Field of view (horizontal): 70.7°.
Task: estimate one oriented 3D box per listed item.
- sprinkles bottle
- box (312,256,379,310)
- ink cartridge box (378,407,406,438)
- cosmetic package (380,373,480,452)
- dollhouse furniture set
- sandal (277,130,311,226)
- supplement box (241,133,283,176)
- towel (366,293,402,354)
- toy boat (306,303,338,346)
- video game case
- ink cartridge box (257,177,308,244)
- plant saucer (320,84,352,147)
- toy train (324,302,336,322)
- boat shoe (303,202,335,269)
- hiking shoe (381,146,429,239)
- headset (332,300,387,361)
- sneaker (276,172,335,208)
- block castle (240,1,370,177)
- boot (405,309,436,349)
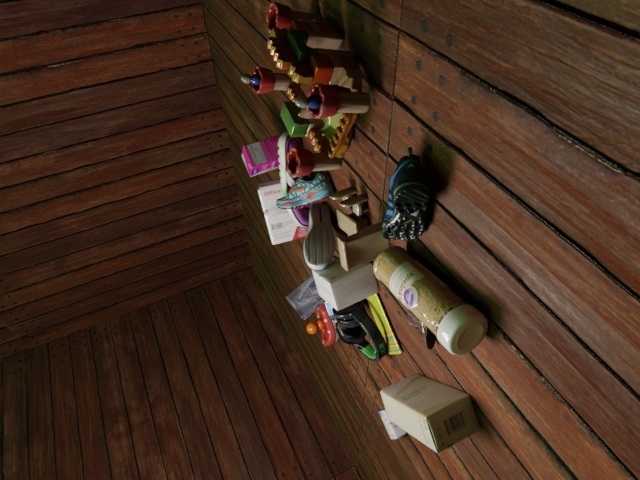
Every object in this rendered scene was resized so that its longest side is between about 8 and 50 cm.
[{"bbox_3d":[0.278,0.146,1.199,0.355,0.121,0.121,47,152,52],"label":"sprinkles bottle"},{"bbox_3d":[0.090,0.147,1.668,0.181,0.181,0.119,29,138,65],"label":"box"},{"bbox_3d":[0.306,0.777,1.924,0.088,0.052,0.123,111,137,-65],"label":"ink cartridge box"},{"bbox_3d":[0.329,0.522,1.400,0.113,0.160,0.309,71,162,-2],"label":"cosmetic package"},{"bbox_3d":[0.096,-0.024,1.491,0.242,0.160,0.212,44,149,55],"label":"dollhouse furniture set"},{"bbox_3d":[-0.084,-0.241,1.869,0.102,0.169,0.417,4,120,35],"label":"sandal"},{"bbox_3d":[-0.221,-0.375,1.963,0.114,0.219,0.111,68,163,7],"label":"supplement box"},{"bbox_3d":[0.237,0.308,1.674,0.237,0.021,0.102,68,159,8],"label":"towel"},{"bbox_3d":[0.001,0.433,2.299,0.231,0.151,0.151,72,163,-6],"label":"toy boat"},{"bbox_3d":[-0.004,0.190,1.860,0.026,0.274,0.196,55,171,-28],"label":"video game case"},{"bbox_3d":[-0.160,-0.144,2.046,0.114,0.196,0.273,-114,10,-66],"label":"ink cartridge box"},{"bbox_3d":[0.049,-0.397,1.417,0.188,0.045,0.189,51,154,45],"label":"plant saucer"},{"bbox_3d":[0.058,0.288,2.046,0.105,0.080,0.184,-36,-72,-78],"label":"toy train"},{"bbox_3d":[0.000,0.000,1.769,0.119,0.120,0.335,92,-178,-46],"label":"boat shoe"},{"bbox_3d":[0.226,-0.099,1.169,0.304,0.113,0.132,94,-179,-66],"label":"hiking shoe"},{"bbox_3d":[0.098,0.327,1.792,0.394,0.185,0.244,45,157,37],"label":"headset"},{"bbox_3d":[-0.065,-0.196,1.768,0.261,0.104,0.125,-13,88,28],"label":"sneaker"},{"bbox_3d":[-0.067,-0.437,1.300,0.454,0.212,0.303,67,148,29],"label":"block castle"},{"bbox_3d":[0.306,0.272,1.392,0.114,0.037,0.107,-177,81,-68],"label":"boot"}]
